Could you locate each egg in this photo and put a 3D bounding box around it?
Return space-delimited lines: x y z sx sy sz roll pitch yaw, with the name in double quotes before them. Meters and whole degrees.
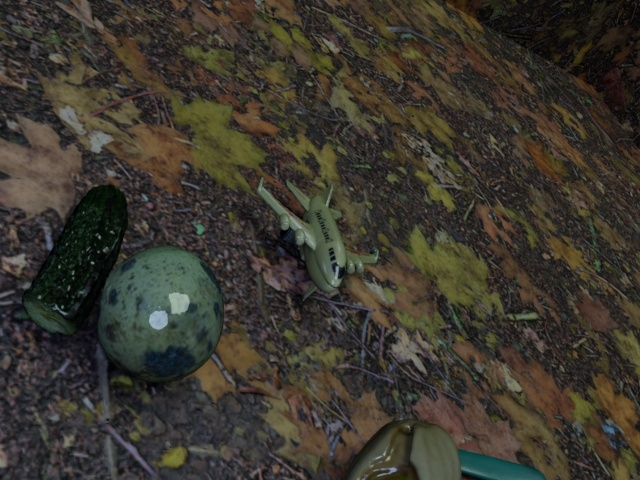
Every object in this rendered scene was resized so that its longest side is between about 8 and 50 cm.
"egg" -0.179 0.076 0.892 0.141 0.141 0.182 29 27 -23

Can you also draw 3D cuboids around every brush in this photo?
"brush" 0.256 0.349 1.181 0.193 0.032 0.043 18 43 -17

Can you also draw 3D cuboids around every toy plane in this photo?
"toy plane" 0.000 0.000 1.217 0.242 0.104 0.256 32 34 -24

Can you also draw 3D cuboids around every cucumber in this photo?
"cucumber" -0.273 0.012 0.920 0.077 0.077 0.265 33 35 -17

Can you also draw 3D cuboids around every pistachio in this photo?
"pistachio" 0.095 0.312 0.938 0.238 0.137 0.153 -52 130 -57
